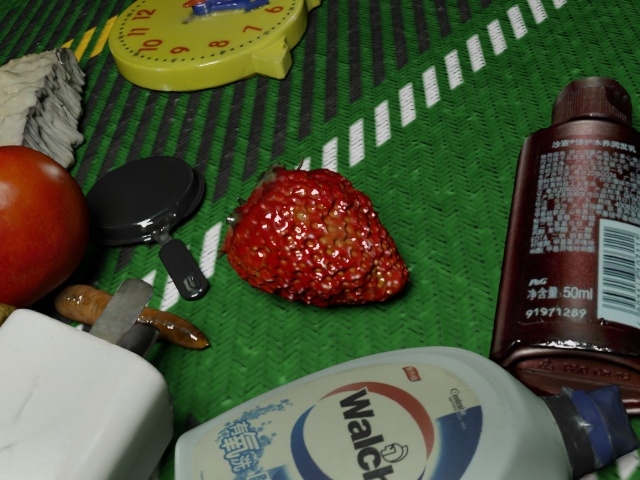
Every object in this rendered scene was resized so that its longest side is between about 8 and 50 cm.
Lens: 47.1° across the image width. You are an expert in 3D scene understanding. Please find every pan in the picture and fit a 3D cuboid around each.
[{"bbox_3d":[-0.166,-0.020,0.742,0.136,0.028,0.235,-28,44,-14],"label":"pan"}]

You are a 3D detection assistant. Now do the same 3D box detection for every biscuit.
[{"bbox_3d":[-0.385,-0.143,0.891,0.179,0.084,0.281,-15,43,-1],"label":"biscuit"}]

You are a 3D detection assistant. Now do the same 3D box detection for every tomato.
[{"bbox_3d":[-0.300,0.002,0.659,0.195,0.136,0.195,-30,8,5],"label":"tomato"}]

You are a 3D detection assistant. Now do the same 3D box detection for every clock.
[{"bbox_3d":[-0.153,-0.308,1.011,0.293,0.071,0.277,-2,44,13],"label":"clock"}]

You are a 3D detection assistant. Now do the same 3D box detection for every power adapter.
[{"bbox_3d":[-0.171,0.119,0.511,0.125,0.130,0.205,20,50,9],"label":"power adapter"}]

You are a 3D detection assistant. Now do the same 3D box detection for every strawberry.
[{"bbox_3d":[-0.005,0.002,0.627,0.131,0.148,0.131,-45,12,13],"label":"strawberry"}]

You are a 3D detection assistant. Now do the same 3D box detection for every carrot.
[{"bbox_3d":[-0.169,0.069,0.647,0.165,0.036,0.036,13,49,24],"label":"carrot"}]

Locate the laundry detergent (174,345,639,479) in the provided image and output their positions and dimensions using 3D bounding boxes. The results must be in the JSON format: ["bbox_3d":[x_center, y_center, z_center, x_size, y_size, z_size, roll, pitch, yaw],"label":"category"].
[{"bbox_3d":[0.063,0.163,0.433,0.280,0.105,0.215,-15,42,-3],"label":"laundry detergent"}]

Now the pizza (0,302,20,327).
[{"bbox_3d":[-0.262,0.113,0.570,0.046,0.175,0.134,22,88,-3],"label":"pizza"}]

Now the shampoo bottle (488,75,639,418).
[{"bbox_3d":[0.215,-0.015,0.595,0.129,0.084,0.323,4,45,16],"label":"shampoo bottle"}]
